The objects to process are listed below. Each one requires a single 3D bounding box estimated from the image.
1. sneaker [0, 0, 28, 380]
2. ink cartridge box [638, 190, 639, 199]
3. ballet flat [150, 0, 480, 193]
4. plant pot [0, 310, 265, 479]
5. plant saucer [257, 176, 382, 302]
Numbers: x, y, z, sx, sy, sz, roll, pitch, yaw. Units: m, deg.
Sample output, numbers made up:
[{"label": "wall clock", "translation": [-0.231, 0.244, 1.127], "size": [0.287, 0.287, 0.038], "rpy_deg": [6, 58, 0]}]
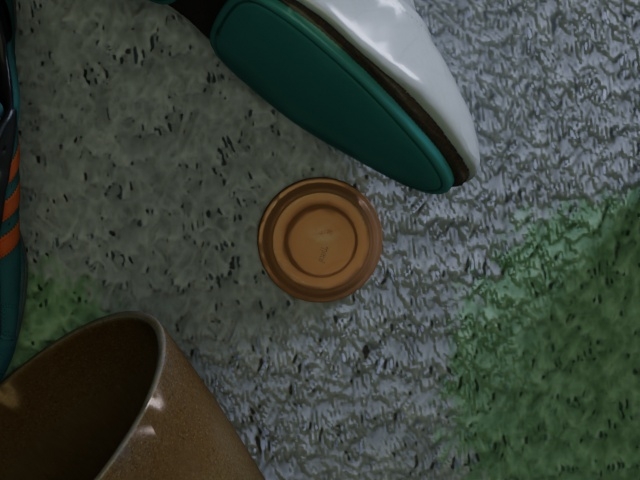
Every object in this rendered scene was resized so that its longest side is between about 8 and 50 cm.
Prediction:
[{"label": "sneaker", "translation": [-0.237, -0.039, 1.151], "size": [0.108, 0.121, 0.302], "rpy_deg": [-1, 96, -5]}, {"label": "ink cartridge box", "translation": [0.352, -0.037, 1.240], "size": [0.224, 0.056, 0.181], "rpy_deg": [-42, 99, 2]}, {"label": "ballet flat", "translation": [-0.049, -0.181, 1.159], "size": [0.400, 0.139, 0.139], "rpy_deg": [31, 93, -8]}, {"label": "plant pot", "translation": [-0.108, 0.216, 1.156], "size": [0.237, 0.237, 0.254], "rpy_deg": [-41, 112, 0]}, {"label": "plant saucer", "translation": [0.000, 0.000, 1.231], "size": [0.083, 0.013, 0.083], "rpy_deg": [-1, 97, -5]}]
